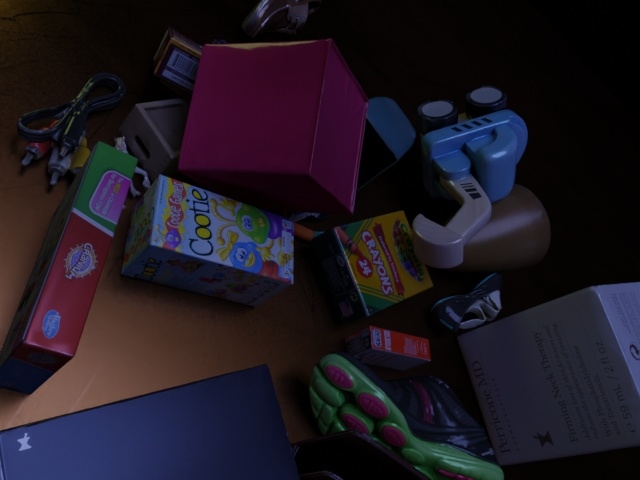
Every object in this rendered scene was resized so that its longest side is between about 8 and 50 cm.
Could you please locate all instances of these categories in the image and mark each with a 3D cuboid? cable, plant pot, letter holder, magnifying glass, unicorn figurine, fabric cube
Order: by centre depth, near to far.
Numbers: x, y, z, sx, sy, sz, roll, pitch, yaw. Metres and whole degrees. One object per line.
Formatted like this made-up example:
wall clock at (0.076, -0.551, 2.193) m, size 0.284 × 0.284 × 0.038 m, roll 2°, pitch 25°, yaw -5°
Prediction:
letter holder at (0.094, 0.483, 1.049) m, size 0.301 × 0.214 × 0.152 m, roll 40°, pitch 48°, yaw -15°
unicorn figurine at (-0.369, -0.125, 1.111) m, size 0.111 × 0.060 × 0.162 m, roll 62°, pitch 26°, yaw -20°
cable at (-0.461, -0.222, 1.114) m, size 0.139 × 0.072 × 0.287 m, roll 26°, pitch 42°, yaw -21°
fabric cube at (-0.075, -0.206, 1.153) m, size 0.259 × 0.258 × 0.254 m, roll 36°, pitch 60°, yaw -66°
magnifying glass at (0.000, 0.000, 1.365) m, size 0.230 × 0.026 × 0.092 m, roll 24°, pitch 54°, yaw -26°
plant pot at (0.133, -0.260, 1.523) m, size 0.166 × 0.165 × 0.234 m, roll 52°, pitch 39°, yaw -3°
plant pot at (0.426, -0.008, 1.594) m, size 0.254 × 0.237 × 0.237 m, roll -17°, pitch 78°, yaw -27°

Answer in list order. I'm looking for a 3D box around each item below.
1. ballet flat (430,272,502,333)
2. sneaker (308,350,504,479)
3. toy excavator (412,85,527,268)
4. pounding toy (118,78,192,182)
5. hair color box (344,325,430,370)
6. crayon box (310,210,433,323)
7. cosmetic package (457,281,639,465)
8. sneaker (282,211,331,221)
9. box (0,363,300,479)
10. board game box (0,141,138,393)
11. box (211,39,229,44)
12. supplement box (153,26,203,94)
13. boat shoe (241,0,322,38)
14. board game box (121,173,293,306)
ballet flat at (0.394, 0.169, 1.536) m, size 0.280 × 0.095 × 0.096 m, roll -21°, pitch 57°, yaw -35°
sneaker at (0.167, 0.363, 1.230) m, size 0.482 × 0.185 × 0.202 m, roll 38°, pitch 31°, yaw -21°
toy excavator at (0.365, -0.156, 1.493) m, size 0.432 × 0.222 × 0.445 m, roll -18°, pitch 41°, yaw -9°
pounding toy at (-0.294, -0.229, 1.216) m, size 0.181 × 0.094 × 0.206 m, roll 55°, pitch 37°, yaw 6°
hair color box at (0.146, 0.236, 1.307) m, size 0.167 × 0.093 × 0.054 m, roll 17°, pitch 57°, yaw -32°
crayon box at (0.141, 0.048, 1.389) m, size 0.318 × 0.081 × 0.202 m, roll -16°, pitch 82°, yaw -48°
cosmetic package at (0.613, 0.313, 1.427) m, size 0.327 × 0.393 × 0.330 m, roll -1°, pitch 67°, yaw -39°
sneaker at (-0.032, -0.093, 1.365) m, size 0.083 × 0.071 × 0.190 m, roll 40°, pitch 25°, yaw 30°
box at (-0.261, 0.314, 0.792) m, size 0.343 × 0.312 × 0.179 m, roll -6°, pitch 71°, yaw -40°
board game box at (-0.380, 0.044, 0.893) m, size 0.064 × 0.242 × 0.317 m, roll 24°, pitch 55°, yaw -27°
box at (-0.193, -0.407, 1.370) m, size 0.116 × 0.029 × 0.162 m, roll 42°, pitch 14°, yaw -14°
supplement box at (-0.279, -0.367, 1.238) m, size 0.104 × 0.081 × 0.188 m, roll 26°, pitch 16°, yaw -25°
boat shoe at (-0.085, -0.596, 1.555) m, size 0.116 × 0.123 × 0.324 m, roll 46°, pitch 49°, yaw -12°
board game box at (-0.202, 0.010, 1.118) m, size 0.275 × 0.144 × 0.142 m, roll 18°, pitch 56°, yaw -31°
